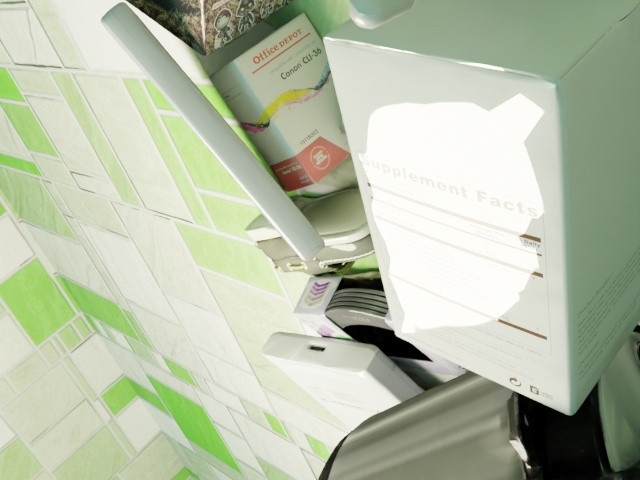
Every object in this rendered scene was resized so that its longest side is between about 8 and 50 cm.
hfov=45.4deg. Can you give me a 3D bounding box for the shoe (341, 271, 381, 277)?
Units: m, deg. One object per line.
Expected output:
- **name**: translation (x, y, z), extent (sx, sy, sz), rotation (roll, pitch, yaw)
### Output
- **shoe**: translation (0.034, 0.085, 1.141), extent (0.077, 0.058, 0.219), rotation (23, 163, -22)

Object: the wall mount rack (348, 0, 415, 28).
- **wall mount rack**: translation (0.046, -0.265, 0.432), extent (0.350, 0.304, 0.130), rotation (39, 177, 16)

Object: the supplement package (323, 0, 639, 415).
- **supplement package**: translation (0.148, -0.051, 0.574), extent (0.175, 0.177, 0.293), rotation (22, 142, 38)

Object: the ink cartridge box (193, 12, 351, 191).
- **ink cartridge box**: translation (-0.039, -0.169, 0.853), extent (0.198, 0.115, 0.067), rotation (55, 151, -14)

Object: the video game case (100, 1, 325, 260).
- **video game case**: translation (-0.134, -0.141, 0.922), extent (0.329, 0.036, 0.300), rotation (50, -179, -20)

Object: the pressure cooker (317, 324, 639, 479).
- **pressure cooker**: translation (0.237, 0.275, 0.714), extent (0.420, 0.370, 0.375), rotation (-34, 103, 34)

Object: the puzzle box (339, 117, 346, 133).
- **puzzle box**: translation (0.165, -0.162, 0.654), extent (0.272, 0.052, 0.409), rotation (40, 150, 15)

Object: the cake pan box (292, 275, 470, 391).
- **cake pan box**: translation (0.128, 0.132, 0.960), extent (0.246, 0.070, 0.267), rotation (-4, 143, 48)

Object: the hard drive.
- **hard drive**: translation (0.103, 0.252, 1.067), extent (0.353, 0.047, 0.233), rotation (45, 154, -27)

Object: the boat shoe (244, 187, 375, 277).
- **boat shoe**: translation (0.003, -0.003, 1.016), extent (0.091, 0.109, 0.305), rotation (57, 156, -18)

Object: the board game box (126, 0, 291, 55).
- **board game box**: translation (-0.143, -0.369, 0.721), extent (0.232, 0.141, 0.291), rotation (37, 150, 18)
